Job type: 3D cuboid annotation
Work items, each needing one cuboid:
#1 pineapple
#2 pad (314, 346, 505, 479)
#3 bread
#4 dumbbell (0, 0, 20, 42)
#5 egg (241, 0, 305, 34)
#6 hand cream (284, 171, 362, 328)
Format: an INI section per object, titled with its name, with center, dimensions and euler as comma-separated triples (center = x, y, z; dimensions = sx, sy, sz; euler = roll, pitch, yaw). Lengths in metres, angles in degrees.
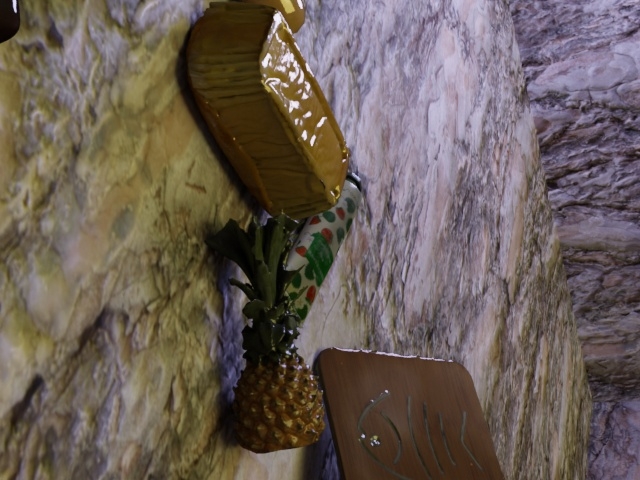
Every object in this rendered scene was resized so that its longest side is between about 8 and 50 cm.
[pineapple]
center = -0.065, 0.109, 1.215
dimensions = 0.130, 0.119, 0.277
euler = -4, 86, -23
[pad]
center = 0.136, 0.285, 1.461
dimensions = 0.284, 0.018, 0.286
euler = 10, 48, -30
[bread]
center = -0.058, -0.154, 1.269
dimensions = 0.288, 0.119, 0.152
euler = 59, 37, -44
[dumbbell]
center = -0.291, -0.251, 0.729
dimensions = 0.140, 0.124, 0.225
euler = -1, 86, -66
[egg]
center = -0.065, -0.308, 1.339
dimensions = 0.096, 0.080, 0.080
euler = 61, 32, -29
[hand cream]
center = 0.000, 0.000, 1.460
dimensions = 0.095, 0.059, 0.276
euler = 65, 34, -34
